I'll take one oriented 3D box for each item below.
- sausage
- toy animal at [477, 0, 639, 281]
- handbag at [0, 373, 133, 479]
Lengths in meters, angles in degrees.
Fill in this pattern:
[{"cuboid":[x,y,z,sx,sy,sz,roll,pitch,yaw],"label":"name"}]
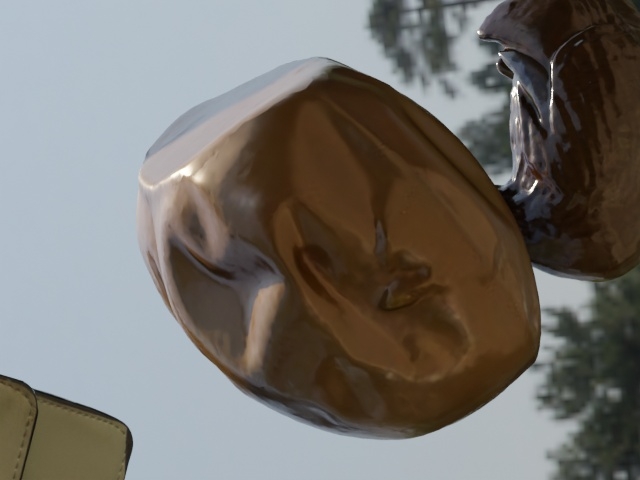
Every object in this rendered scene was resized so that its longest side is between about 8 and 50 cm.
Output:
[{"cuboid":[-0.001,0.000,0.665,0.136,0.120,0.241,53,175,-14],"label":"sausage"},{"cuboid":[0.112,-0.067,0.857,0.089,0.179,0.188,53,-153,-65],"label":"toy animal"},{"cuboid":[-0.296,0.270,1.267,0.236,0.160,0.359,22,-109,-29],"label":"handbag"}]
